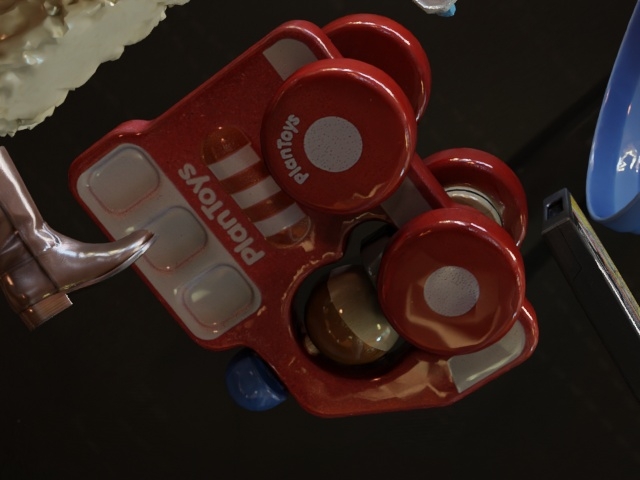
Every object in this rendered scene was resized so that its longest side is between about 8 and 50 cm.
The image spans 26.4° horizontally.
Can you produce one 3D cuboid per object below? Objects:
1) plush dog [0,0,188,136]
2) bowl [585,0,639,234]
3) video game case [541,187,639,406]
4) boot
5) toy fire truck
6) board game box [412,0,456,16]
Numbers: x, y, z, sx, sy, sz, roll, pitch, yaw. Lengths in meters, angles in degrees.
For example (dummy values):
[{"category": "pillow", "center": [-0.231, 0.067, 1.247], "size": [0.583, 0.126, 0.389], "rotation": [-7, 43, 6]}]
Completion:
[{"category": "plush dog", "center": [-0.131, -0.217, 0.659], "size": [0.211, 0.262, 0.225], "rotation": [-25, 63, -31]}, {"category": "bowl", "center": [0.314, -0.181, 1.038], "size": [0.077, 0.391, 0.391], "rotation": [21, 79, -1]}, {"category": "video game case", "center": [0.287, 0.087, 1.276], "size": [0.035, 0.248, 0.274], "rotation": [-31, 92, 13]}, {"category": "boot", "center": [-0.166, -0.018, 0.821], "size": [0.106, 0.037, 0.114], "rotation": [-35, 90, -34]}, {"category": "toy fire truck", "center": [0.000, 0.000, 0.977], "size": [0.254, 0.169, 0.302], "rotation": [-33, 104, 20]}, {"category": "board game box", "center": [0.119, -0.481, 1.414], "size": [0.390, 0.050, 0.390], "rotation": [44, 93, 20]}]
